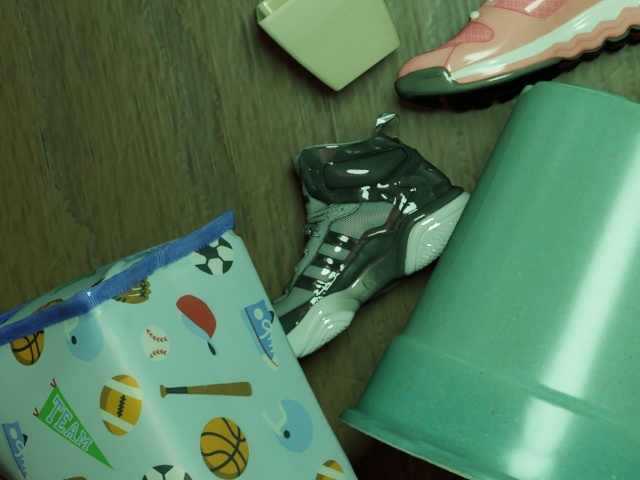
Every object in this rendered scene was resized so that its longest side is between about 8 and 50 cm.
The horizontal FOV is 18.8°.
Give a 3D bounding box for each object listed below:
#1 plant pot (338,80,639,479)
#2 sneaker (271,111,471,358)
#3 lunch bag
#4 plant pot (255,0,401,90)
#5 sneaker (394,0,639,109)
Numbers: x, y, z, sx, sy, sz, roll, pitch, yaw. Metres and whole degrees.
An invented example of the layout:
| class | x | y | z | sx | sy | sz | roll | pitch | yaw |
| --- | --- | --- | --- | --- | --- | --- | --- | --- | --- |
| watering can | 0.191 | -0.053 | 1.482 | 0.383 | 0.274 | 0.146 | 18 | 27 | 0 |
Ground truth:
| class | x | y | z | sx | sy | sz | roll | pitch | yaw |
| --- | --- | --- | --- | --- | --- | --- | --- | --- | --- |
| plant pot | 0.233 | 0.061 | 1.654 | 0.341 | 0.341 | 0.334 | 21 | 89 | 2 |
| sneaker | 0.000 | 0.000 | 1.769 | 0.268 | 0.101 | 0.153 | -37 | 91 | 1 |
| lunch bag | -0.177 | 0.190 | 1.713 | 0.385 | 0.239 | 0.327 | -25 | 93 | 43 |
| plant pot | 0.013 | -0.198 | 1.749 | 0.109 | 0.109 | 0.096 | -35 | 104 | 6 |
| sneaker | 0.201 | -0.218 | 1.741 | 0.314 | 0.116 | 0.136 | -23 | 83 | -1 |
